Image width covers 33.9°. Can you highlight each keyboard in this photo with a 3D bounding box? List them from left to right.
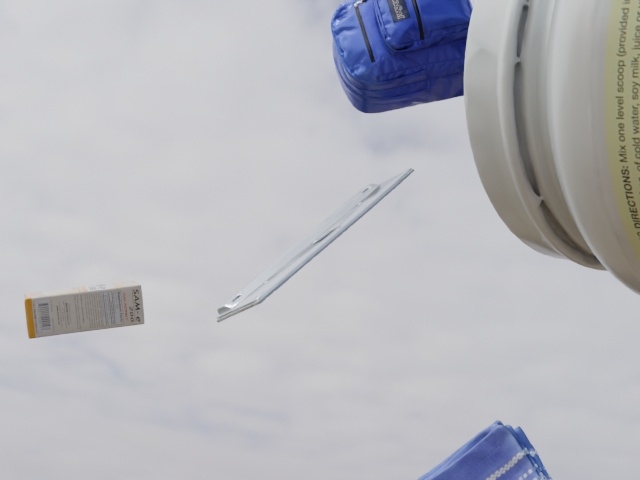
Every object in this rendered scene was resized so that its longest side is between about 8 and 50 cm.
[{"bbox_3d":[0.000,0.000,1.004,0.072,0.256,0.014,-18,-73,47],"label":"keyboard"}]

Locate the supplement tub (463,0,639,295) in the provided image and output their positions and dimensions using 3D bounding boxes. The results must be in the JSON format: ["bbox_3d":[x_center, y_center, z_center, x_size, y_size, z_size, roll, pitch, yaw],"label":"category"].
[{"bbox_3d":[0.250,-0.073,0.458,0.325,0.235,0.235,8,-17,48],"label":"supplement tub"}]

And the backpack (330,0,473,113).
[{"bbox_3d":[0.068,-0.167,0.859,0.120,0.098,0.101,-15,-27,2],"label":"backpack"}]

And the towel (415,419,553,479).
[{"bbox_3d":[0.165,0.367,1.028,0.243,0.336,0.040,-38,-45,12],"label":"towel"}]

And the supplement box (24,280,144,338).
[{"bbox_3d":[-0.206,0.059,0.913,0.098,0.036,0.062,-6,3,-16],"label":"supplement box"}]
